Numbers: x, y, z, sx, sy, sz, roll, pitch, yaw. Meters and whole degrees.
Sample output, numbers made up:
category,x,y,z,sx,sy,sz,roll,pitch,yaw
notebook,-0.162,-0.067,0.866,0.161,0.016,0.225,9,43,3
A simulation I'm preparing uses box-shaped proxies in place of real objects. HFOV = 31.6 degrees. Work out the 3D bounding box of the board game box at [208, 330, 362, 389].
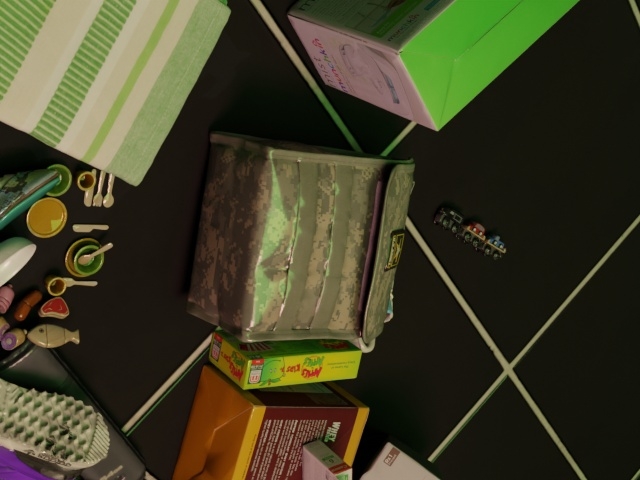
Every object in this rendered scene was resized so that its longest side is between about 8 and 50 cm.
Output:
category,x,y,z,sx,sy,sz,roll,pitch,yaw
board game box,-0.046,0.151,1.497,0.181,0.092,0.043,-1,111,-37

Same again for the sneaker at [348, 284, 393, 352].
category,x,y,z,sx,sy,sz,roll,pitch,yaw
sneaker,0.080,0.067,1.562,0.071,0.083,0.191,10,102,-37

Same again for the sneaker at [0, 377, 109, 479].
category,x,y,z,sx,sy,sz,roll,pitch,yaw
sneaker,-0.395,0.206,1.253,0.293,0.102,0.146,32,127,-23

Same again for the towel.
category,x,y,z,sx,sy,sz,roll,pitch,yaw
towel,-0.266,-0.226,1.207,0.325,0.038,0.248,26,94,-43

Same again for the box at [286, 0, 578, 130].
category,x,y,z,sx,sy,sz,roll,pitch,yaw
box,0.133,-0.285,1.349,0.262,0.231,0.127,-43,128,-14

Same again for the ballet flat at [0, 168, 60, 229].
category,x,y,z,sx,sy,sz,roll,pitch,yaw
ballet flat,-0.365,-0.027,1.204,0.188,0.070,0.070,-45,129,-15

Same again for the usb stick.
category,x,y,z,sx,sy,sz,roll,pitch,yaw
usb stick,-0.300,0.216,1.365,0.077,0.045,0.278,-41,129,-16

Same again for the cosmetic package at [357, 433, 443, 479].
category,x,y,z,sx,sy,sz,roll,pitch,yaw
cosmetic package,0.102,0.357,1.612,0.127,0.107,0.238,-55,175,-2

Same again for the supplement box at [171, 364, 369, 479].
category,x,y,z,sx,sy,sz,roll,pitch,yaw
supplement box,-0.069,0.281,1.512,0.194,0.129,0.191,7,105,-38

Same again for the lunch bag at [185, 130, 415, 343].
category,x,y,z,sx,sy,sz,roll,pitch,yaw
lunch bag,0.000,0.000,1.411,0.287,0.169,0.235,3,101,-38

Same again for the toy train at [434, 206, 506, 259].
category,x,y,z,sx,sy,sz,roll,pitch,yaw
toy train,0.224,-0.012,1.673,0.158,0.027,0.036,30,79,-40

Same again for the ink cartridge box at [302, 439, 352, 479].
category,x,y,z,sx,sy,sz,roll,pitch,yaw
ink cartridge box,0.018,0.307,1.424,0.029,0.115,0.063,-15,118,-31

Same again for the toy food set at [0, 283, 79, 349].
category,x,y,z,sx,sy,sz,roll,pitch,yaw
toy food set,-0.333,0.084,1.276,0.122,0.019,0.078,-3,67,-37

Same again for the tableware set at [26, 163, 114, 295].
category,x,y,z,sx,sy,sz,roll,pitch,yaw
tableware set,-0.285,-0.012,1.292,0.104,0.024,0.154,2,109,-37

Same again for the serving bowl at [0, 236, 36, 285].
category,x,y,z,sx,sy,sz,roll,pitch,yaw
serving bowl,-0.351,0.024,1.235,0.083,0.083,0.027,-44,87,-13
